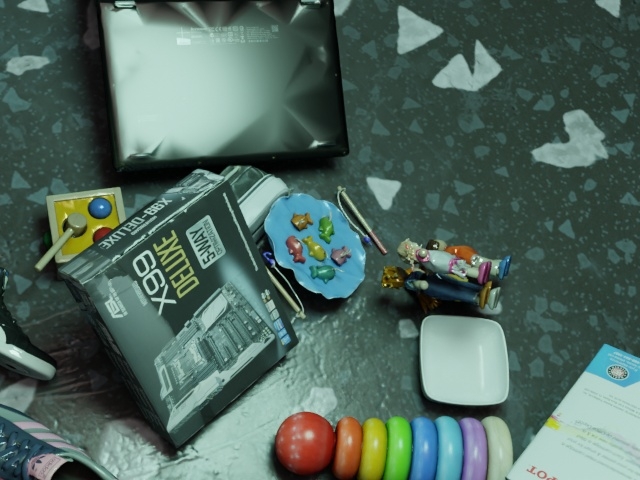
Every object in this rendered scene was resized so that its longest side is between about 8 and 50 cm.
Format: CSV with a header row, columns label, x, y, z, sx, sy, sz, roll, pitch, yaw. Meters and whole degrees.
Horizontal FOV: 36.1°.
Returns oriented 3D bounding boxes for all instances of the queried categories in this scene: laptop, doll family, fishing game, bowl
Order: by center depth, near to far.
label,x,y,z,sx,sy,sz,roll,pitch,yaw
doll family,0.183,0.063,1.503,0.163,0.263,0.118,14,95,20
fishing game,0.000,0.000,1.507,0.264,0.041,0.189,-29,82,-48
bowl,0.216,0.192,1.521,0.142,0.053,0.142,5,64,-10
laptop,-0.186,-0.314,1.641,0.382,0.236,0.408,-6,88,-18

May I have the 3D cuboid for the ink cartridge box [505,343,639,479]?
label,x,y,z,sx,sy,sz,roll,pitch,yaw
ink cartridge box,0.423,0.332,1.385,0.198,0.197,0.270,24,57,36

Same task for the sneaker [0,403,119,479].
label,x,y,z,sx,sy,sz,roll,pitch,yaw
sneaker,-0.379,0.289,1.293,0.319,0.131,0.112,28,63,1

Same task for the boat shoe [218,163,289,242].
label,x,y,z,sx,sy,sz,roll,pitch,yaw
boat shoe,-0.188,0.002,1.495,0.119,0.121,0.335,32,53,17

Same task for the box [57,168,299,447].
label,x,y,z,sx,sy,sz,roll,pitch,yaw
box,-0.184,0.093,1.352,0.242,0.307,0.076,-39,37,-26

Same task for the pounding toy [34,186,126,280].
label,x,y,z,sx,sy,sz,roll,pitch,yaw
pounding toy,-0.357,-0.005,1.453,0.141,0.100,0.130,-8,67,-17

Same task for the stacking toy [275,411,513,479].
label,x,y,z,sx,sy,sz,roll,pitch,yaw
stacking toy,0.099,0.308,1.403,0.330,0.141,0.141,7,64,-5

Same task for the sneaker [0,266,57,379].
label,x,y,z,sx,sy,sz,roll,pitch,yaw
sneaker,-0.452,0.103,1.392,0.217,0.079,0.121,25,64,1
